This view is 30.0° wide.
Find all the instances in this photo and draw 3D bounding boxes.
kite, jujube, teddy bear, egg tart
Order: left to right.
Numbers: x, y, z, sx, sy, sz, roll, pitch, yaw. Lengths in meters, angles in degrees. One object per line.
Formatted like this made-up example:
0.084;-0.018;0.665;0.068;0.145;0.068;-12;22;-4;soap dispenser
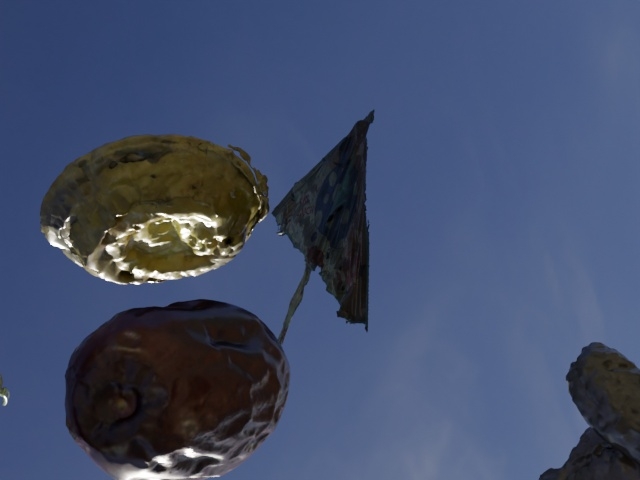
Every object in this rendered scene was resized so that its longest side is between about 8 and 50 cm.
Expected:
-0.194;-0.021;1.439;0.279;0.279;0.095;30;-142;-46;egg tart
-0.126;0.142;1.105;0.243;0.183;0.183;-2;-91;-73;jujube
-0.001;0.000;1.555;0.014;0.406;0.368;15;-74;-24;kite
0.270;0.142;0.799;0.267;0.236;0.151;112;180;-48;teddy bear

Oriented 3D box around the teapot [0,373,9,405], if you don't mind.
-0.440;0.192;1.561;0.083;0.064;0.064;29;-117;-26;teapot
